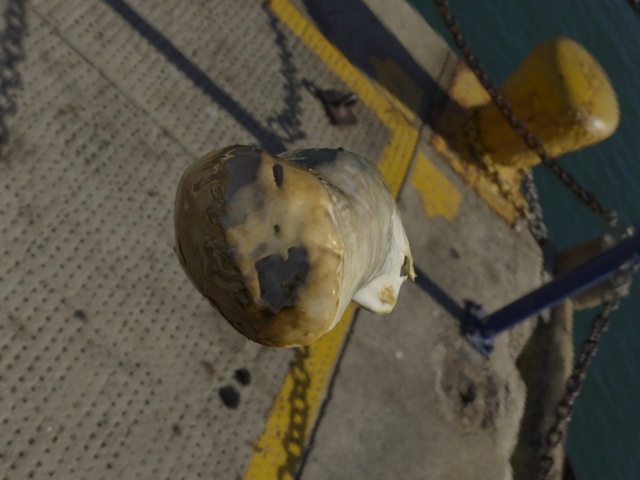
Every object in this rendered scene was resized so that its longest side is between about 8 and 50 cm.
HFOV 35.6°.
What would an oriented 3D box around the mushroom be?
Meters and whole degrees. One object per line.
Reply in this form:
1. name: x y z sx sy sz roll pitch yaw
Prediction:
1. mushroom: 0.000 0.000 0.639 0.351 0.095 0.122 5 67 -76
